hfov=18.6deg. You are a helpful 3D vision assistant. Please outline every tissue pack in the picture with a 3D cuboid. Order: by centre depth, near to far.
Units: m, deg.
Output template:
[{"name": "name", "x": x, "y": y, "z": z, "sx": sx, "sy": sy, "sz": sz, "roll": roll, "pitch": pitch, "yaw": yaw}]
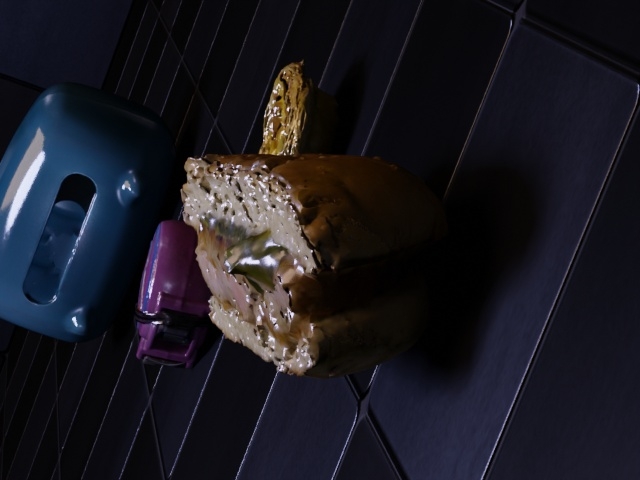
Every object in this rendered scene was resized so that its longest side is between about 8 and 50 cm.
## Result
[{"name": "tissue pack", "x": -0.288, "y": -0.027, "z": 2.267, "sx": 0.206, "sy": 0.198, "sz": 0.287, "roll": -103, "pitch": 36, "yaw": -71}]

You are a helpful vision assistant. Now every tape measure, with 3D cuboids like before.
[{"name": "tape measure", "x": -0.124, "y": 0.044, "z": 1.738, "sx": 0.125, "sy": 0.074, "sz": 0.118, "roll": 126, "pitch": 154, "yaw": -68}]

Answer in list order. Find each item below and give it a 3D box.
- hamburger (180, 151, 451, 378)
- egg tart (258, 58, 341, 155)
[{"name": "hamburger", "x": 0.000, "y": 0.000, "z": 1.132, "sx": 0.262, "sy": 0.131, "sz": 0.124, "roll": -158, "pitch": 52, "yaw": -73}, {"name": "egg tart", "x": -0.017, "y": -0.075, "z": 1.512, "sx": 0.129, "sy": 0.049, "sz": 0.128, "roll": -167, "pitch": 90, "yaw": -78}]
